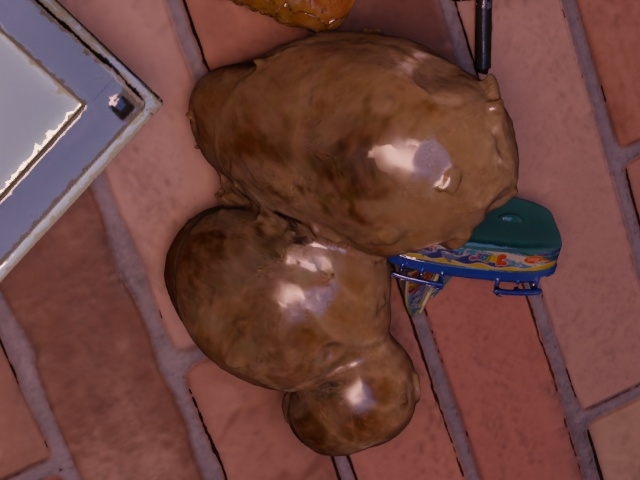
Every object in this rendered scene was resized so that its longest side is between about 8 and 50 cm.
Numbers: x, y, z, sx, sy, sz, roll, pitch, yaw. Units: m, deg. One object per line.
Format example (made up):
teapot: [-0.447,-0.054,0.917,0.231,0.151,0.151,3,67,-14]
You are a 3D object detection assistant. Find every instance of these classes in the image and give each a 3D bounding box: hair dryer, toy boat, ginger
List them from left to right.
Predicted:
ginger: [0.000,0.000,1.080,0.244,0.155,0.304,21,110,12]
toy boat: [0.091,0.020,1.178,0.175,0.091,0.110,5,127,-14]
hair dryer: [0.122,-0.169,1.174,0.047,0.026,0.083,-8,111,-16]

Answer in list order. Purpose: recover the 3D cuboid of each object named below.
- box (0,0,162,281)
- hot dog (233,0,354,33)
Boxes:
box: [-0.264,-0.090,0.999,0.225,0.117,0.225,43,85,-22]
hot dog: [-0.108,-0.219,1.057,0.289,0.068,0.083,20,72,-19]
